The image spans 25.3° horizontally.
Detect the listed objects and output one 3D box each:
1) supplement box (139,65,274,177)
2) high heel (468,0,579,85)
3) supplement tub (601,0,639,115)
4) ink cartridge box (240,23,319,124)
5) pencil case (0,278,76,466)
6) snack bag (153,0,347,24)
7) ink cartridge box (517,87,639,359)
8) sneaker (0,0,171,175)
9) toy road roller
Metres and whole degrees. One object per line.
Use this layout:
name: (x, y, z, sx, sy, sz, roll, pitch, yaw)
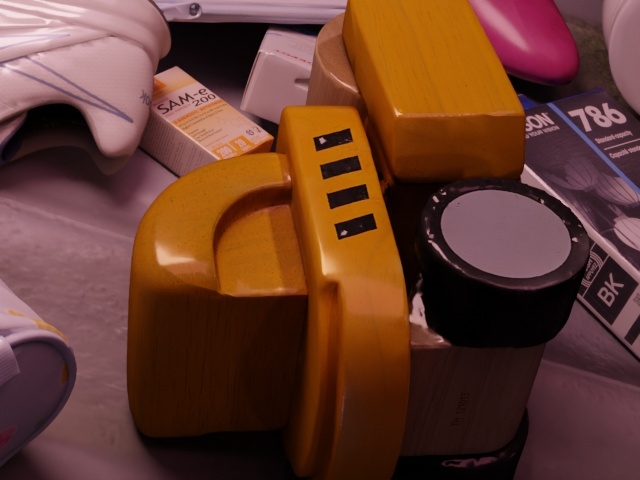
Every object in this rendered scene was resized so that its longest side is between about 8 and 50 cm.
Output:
supplement box: (-0.092, -0.079, 1.035, 0.098, 0.036, 0.062, 36, 38, 17)
high heel: (0.137, -0.308, 1.311, 0.127, 0.181, 0.377, -11, 49, -37)
supplement tub: (0.365, -0.235, 1.336, 0.191, 0.191, 0.272, 23, 37, 0)
ink cartridge box: (-0.008, -0.122, 1.092, 0.088, 0.052, 0.122, 20, 19, -4)
pencil case: (-0.247, 0.009, 0.777, 0.113, 0.124, 0.273, -19, 55, -42)
snack bag: (-0.089, -0.254, 1.212, 0.323, 0.037, 0.342, -4, 35, -33)
ink cartridge box: (0.228, -0.026, 1.121, 0.165, 0.065, 0.333, -18, 52, -40)
sneaker: (-0.250, -0.119, 0.946, 0.297, 0.111, 0.129, 6, 65, -7)
toy road roller: (0.000, 0.000, 0.864, 0.240, 0.202, 0.329, 0, 43, -12)
